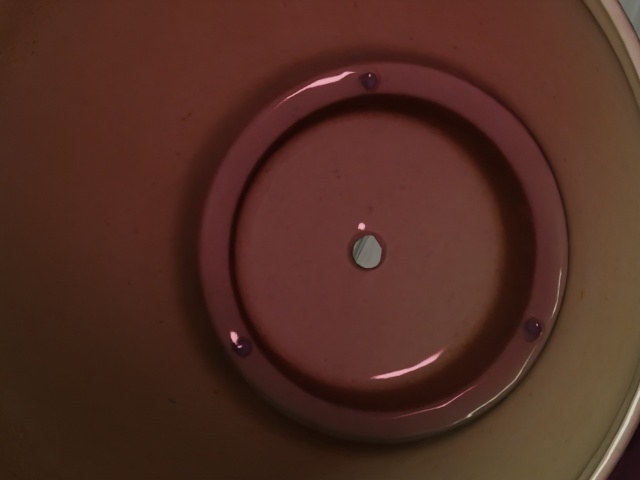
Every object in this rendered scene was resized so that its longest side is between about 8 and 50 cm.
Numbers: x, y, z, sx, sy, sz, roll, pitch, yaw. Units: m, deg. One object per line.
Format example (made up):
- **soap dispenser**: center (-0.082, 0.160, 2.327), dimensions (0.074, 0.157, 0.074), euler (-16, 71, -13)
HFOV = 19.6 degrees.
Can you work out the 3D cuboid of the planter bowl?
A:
- **planter bowl**: center (0.000, 0.000, 0.397), dimensions (0.162, 0.162, 0.109), euler (-62, -15, 6)
